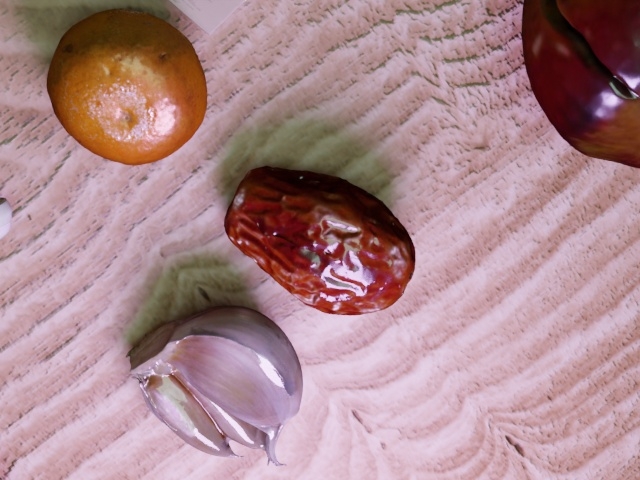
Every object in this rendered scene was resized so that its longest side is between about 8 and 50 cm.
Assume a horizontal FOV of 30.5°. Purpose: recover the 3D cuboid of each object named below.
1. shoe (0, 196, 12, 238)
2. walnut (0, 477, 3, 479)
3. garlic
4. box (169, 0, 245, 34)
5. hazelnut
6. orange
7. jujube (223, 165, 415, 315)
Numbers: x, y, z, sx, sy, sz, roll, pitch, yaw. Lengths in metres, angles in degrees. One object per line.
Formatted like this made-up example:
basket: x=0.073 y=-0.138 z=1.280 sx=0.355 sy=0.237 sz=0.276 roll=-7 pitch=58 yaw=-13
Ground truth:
shoe: x=-0.578 y=0.081 z=1.686 sx=0.363 sy=0.132 sz=0.160 roll=-29 pitch=108 yaw=3
walnut: x=-0.579 y=0.380 z=1.752 sx=0.178 sy=0.178 sz=0.230 roll=-43 pitch=97 yaw=3
garlic: x=-0.142 y=0.212 z=1.766 sx=0.292 sy=0.210 sz=0.237 roll=31 pitch=91 yaw=-8
box: x=-0.171 y=-0.417 z=1.604 sx=0.212 sy=0.095 sz=0.168 roll=40 pitch=129 yaw=-19
hazelnut: x=0.497 y=-0.281 z=1.678 sx=0.429 sy=0.402 sz=0.402 roll=2 pitch=105 yaw=-9
orange: x=-0.268 y=-0.215 z=1.642 sx=0.224 sy=0.170 sz=0.224 roll=1 pitch=124 yaw=1
jujube: x=0.000 y=0.000 z=1.746 sx=0.290 sy=0.197 sz=0.197 roll=26 pitch=99 yaw=-1
